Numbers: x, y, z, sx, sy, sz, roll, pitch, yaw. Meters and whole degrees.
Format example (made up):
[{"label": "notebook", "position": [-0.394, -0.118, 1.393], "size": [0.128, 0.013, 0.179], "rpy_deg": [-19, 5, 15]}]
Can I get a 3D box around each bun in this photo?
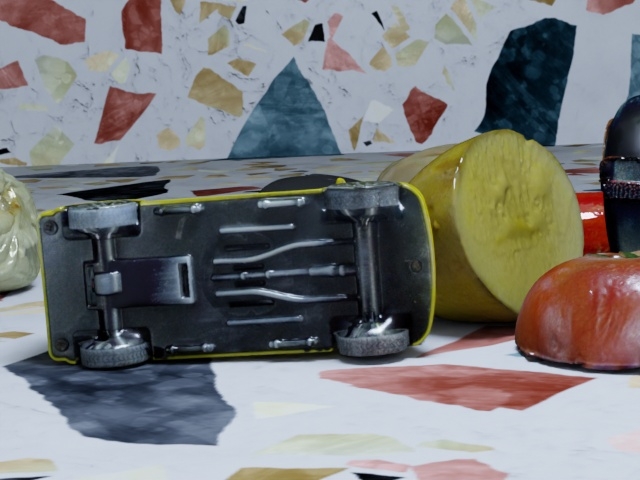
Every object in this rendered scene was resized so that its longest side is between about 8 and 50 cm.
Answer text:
[{"label": "bun", "position": [-0.369, -0.018, 1.868], "size": [0.111, 0.164, 0.188], "rpy_deg": [-37, -4, 10]}]

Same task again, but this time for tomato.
[{"label": "tomato", "position": [0.266, 0.049, 1.388], "size": [0.225, 0.085, 0.225], "rpy_deg": [-6, 6, 1]}]

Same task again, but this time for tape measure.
[{"label": "tape measure", "position": [0.341, -0.040, 1.595], "size": [0.135, 0.202, 0.223], "rpy_deg": [-3, 1, 25]}]

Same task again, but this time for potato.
[{"label": "potato", "position": [0.125, 0.001, 1.548], "size": [0.158, 0.178, 0.203], "rpy_deg": [-17, 12, 35]}]

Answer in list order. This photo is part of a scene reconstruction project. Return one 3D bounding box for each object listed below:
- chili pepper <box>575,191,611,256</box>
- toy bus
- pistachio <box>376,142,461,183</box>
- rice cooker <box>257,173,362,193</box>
[{"label": "chili pepper", "position": [0.297, 0.004, 1.797], "size": [0.369, 0.091, 0.137], "rpy_deg": [1, -22, -1]}, {"label": "toy bus", "position": [-0.065, 0.025, 1.448], "size": [0.330, 0.144, 0.152], "rpy_deg": [-3, 6, 7]}, {"label": "pistachio", "position": [0.159, -0.043, 1.890], "size": [0.226, 0.135, 0.136], "rpy_deg": [-3, 7, 9]}, {"label": "rice cooker", "position": [0.000, -0.001, 1.677], "size": [0.142, 0.118, 0.203], "rpy_deg": [11, 13, 17]}]
